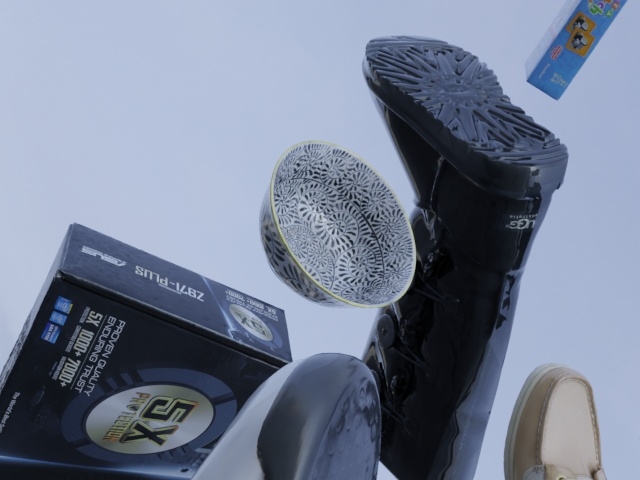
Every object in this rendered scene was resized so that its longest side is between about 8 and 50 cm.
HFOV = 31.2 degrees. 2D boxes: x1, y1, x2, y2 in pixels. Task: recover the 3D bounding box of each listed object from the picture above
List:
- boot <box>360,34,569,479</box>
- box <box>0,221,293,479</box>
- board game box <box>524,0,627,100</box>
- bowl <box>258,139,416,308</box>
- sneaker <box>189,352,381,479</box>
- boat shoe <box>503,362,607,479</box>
[{"bbox_3d":[0.116,0.024,1.354,0.367,0.146,0.445,-118,-150,-53],"label":"boot"},{"bbox_3d":[-0.123,0.104,0.699,0.180,0.147,0.077,-61,-164,17],"label":"box"},{"bbox_3d":[0.260,-0.234,1.045,0.039,0.160,0.211,32,-73,1],"label":"board game box"},{"bbox_3d":[0.000,0.000,1.060,0.080,0.170,0.170,-36,-97,41],"label":"bowl"},{"bbox_3d":[-0.086,0.146,0.372,0.145,0.090,0.270,18,-93,25],"label":"sneaker"},{"bbox_3d":[0.140,0.154,0.635,0.059,0.063,0.170,-6,-100,63],"label":"boat shoe"}]
